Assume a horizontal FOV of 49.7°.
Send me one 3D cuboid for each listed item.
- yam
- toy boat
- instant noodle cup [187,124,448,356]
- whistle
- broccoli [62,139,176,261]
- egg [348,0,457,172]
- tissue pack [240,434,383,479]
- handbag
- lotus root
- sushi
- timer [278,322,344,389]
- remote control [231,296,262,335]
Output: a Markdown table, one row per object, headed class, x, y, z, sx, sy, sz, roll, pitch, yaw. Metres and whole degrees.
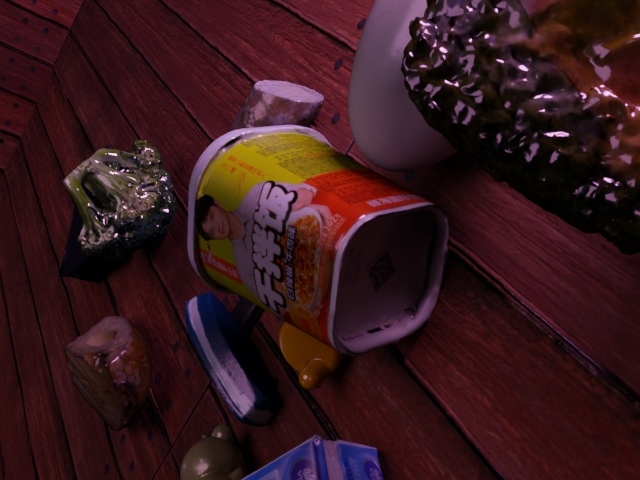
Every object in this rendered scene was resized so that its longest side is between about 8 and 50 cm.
| class | x | y | z | sx | sy | sz | roll | pitch | yaw |
| --- | --- | --- | --- | --- | --- | --- | --- | --- | --- |
| yam | -0.131 | -0.168 | 1.327 | 0.330 | 0.133 | 0.133 | -54 | 40 | 24 |
| toy boat | -0.163 | 0.192 | 1.207 | 0.062 | 0.096 | 0.299 | -48 | 51 | 12 |
| instant noodle cup | 0.000 | 0.000 | 0.981 | 0.308 | 0.294 | 0.294 | 29 | 96 | 44 |
| whistle | -0.151 | 0.418 | 1.090 | 0.131 | 0.106 | 0.288 | -53 | 40 | 16 |
| broccoli | -0.457 | -0.090 | 1.581 | 0.265 | 0.245 | 0.294 | -20 | 29 | 43 |
| egg | 0.169 | -0.259 | 0.918 | 0.371 | 0.230 | 0.230 | -60 | 39 | 18 |
| tissue pack | -0.002 | 0.418 | 0.878 | 0.198 | 0.146 | 0.263 | -39 | 46 | 30 |
| handbag | -0.572 | -0.070 | 1.816 | 0.269 | 0.118 | 0.326 | -29 | 54 | 49 |
| lotus root | -0.439 | 0.277 | 1.492 | 0.314 | 0.142 | 0.210 | 20 | 126 | 48 |
| sushi | 0.272 | -0.177 | 0.687 | 0.352 | 0.178 | 0.294 | 39 | 99 | 12 |
| timer | -0.016 | 0.161 | 1.043 | 0.107 | 0.109 | 0.107 | 13 | 118 | 26 |
| remote control | -0.125 | 0.114 | 1.266 | 0.245 | 0.025 | 0.063 | -58 | 43 | 14 |
